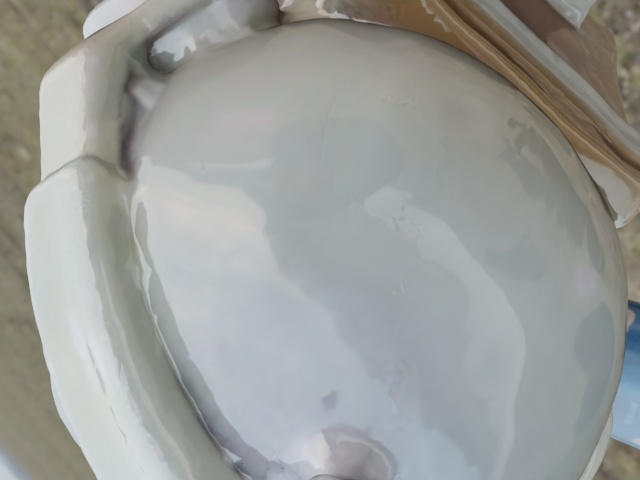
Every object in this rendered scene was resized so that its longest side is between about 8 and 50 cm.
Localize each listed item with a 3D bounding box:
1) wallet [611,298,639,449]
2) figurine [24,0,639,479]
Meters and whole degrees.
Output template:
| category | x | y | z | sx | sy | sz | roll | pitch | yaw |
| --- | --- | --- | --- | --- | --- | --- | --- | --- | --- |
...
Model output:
| category | x | y | z | sx | sy | sz | roll | pitch | yaw |
| --- | --- | --- | --- | --- | --- | --- | --- | --- | --- |
| wallet | 0.112 | 0.053 | 0.886 | 0.202 | 0.059 | 0.141 | 17 | 161 | 12 |
| figurine | 0.003 | -0.001 | 0.403 | 0.162 | 0.141 | 0.236 | 42 | -146 | -24 |
